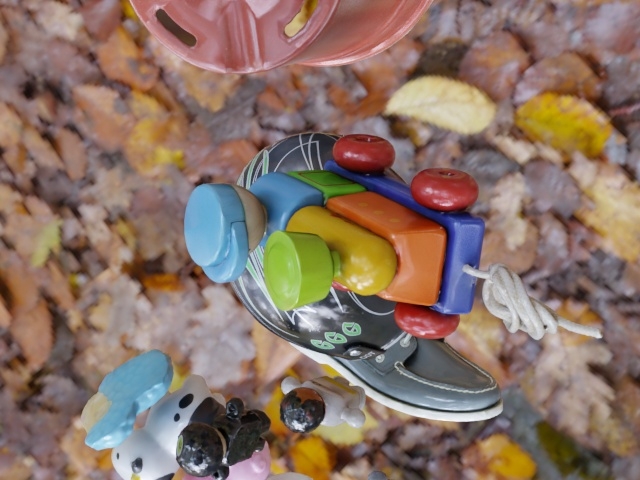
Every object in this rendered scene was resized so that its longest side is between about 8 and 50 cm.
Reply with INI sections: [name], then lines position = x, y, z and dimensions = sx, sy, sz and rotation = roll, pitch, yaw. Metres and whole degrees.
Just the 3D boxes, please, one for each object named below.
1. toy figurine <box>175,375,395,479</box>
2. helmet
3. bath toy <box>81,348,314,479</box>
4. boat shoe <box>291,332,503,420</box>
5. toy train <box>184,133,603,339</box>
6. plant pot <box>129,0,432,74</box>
[toy figurine]
position = -0.031, 0.259, 1.391
dimensions = 0.209, 0.148, 0.213
rotation = -24, 81, 26
[helmet]
position = 0.000, 0.000, 1.019
dimensions = 0.161, 0.169, 0.169
rotation = 41, 144, -27
[bath toy]
position = -0.131, 0.289, 1.554
dimensions = 0.151, 0.129, 0.348
rotation = -35, 120, 20
[boat shoe]
position = 0.083, 0.120, 1.533
dimensions = 0.319, 0.116, 0.099
rotation = 24, 117, 38
[toy train]
position = 0.032, 0.014, 0.768
dimensions = 0.248, 0.143, 0.105
rotation = 30, 119, 51
[plant pot]
position = -0.039, -0.272, 1.157
dimensions = 0.272, 0.265, 0.272
rotation = 5, 108, 15
